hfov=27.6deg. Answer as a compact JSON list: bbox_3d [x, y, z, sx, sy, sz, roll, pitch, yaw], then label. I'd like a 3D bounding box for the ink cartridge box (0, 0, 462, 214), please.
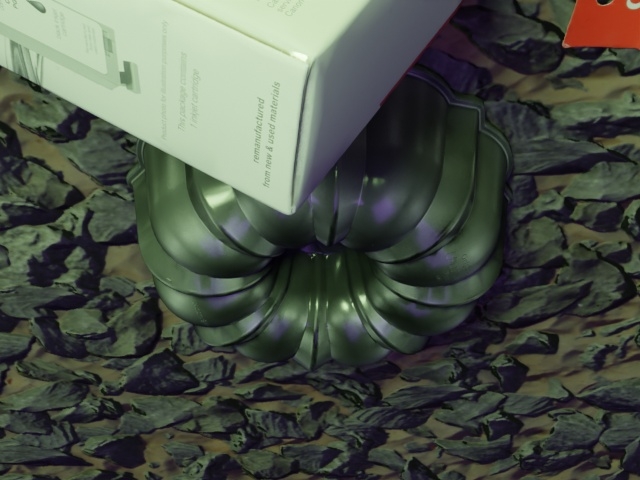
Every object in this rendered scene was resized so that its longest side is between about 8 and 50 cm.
[{"bbox_3d":[-0.079,-0.172,0.688,0.283,0.207,0.117,28,144,14],"label":"ink cartridge box"}]

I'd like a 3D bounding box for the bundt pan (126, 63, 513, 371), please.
[{"bbox_3d":[0.000,0.000,1.075,0.331,0.124,0.331,1,143,0],"label":"bundt pan"}]

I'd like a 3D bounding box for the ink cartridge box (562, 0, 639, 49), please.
[{"bbox_3d":[0.276,-0.170,0.914,0.179,0.045,0.145,1,143,-6],"label":"ink cartridge box"}]
